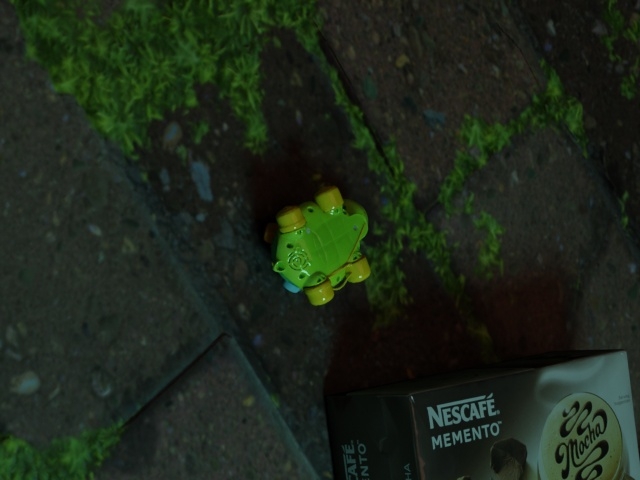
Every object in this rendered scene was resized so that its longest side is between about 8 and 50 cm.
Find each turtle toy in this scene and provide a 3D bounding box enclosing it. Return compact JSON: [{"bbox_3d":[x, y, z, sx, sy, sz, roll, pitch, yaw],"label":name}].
[{"bbox_3d":[0.000,0.000,1.733,0.130,0.066,0.095,-30,104,-38],"label":"turtle toy"}]

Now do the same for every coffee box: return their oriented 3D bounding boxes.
[{"bbox_3d":[0.161,0.205,1.809,0.297,0.119,0.168,-6,90,-40],"label":"coffee box"}]
